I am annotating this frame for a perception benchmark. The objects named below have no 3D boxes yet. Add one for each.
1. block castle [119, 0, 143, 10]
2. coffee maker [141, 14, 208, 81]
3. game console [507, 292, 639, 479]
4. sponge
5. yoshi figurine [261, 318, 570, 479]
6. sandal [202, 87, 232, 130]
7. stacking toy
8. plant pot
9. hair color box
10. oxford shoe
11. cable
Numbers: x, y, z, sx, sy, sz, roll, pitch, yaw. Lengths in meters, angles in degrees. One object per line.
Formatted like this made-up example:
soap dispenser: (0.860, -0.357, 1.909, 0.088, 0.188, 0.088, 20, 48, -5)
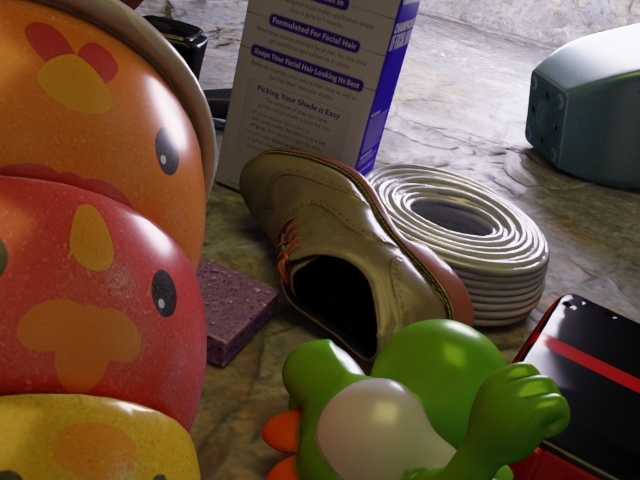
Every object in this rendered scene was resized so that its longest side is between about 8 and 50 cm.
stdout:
block castle: (-0.379, -0.204, 0.771, 0.453, 0.302, 0.213, 22, 27, 24)
coffee maker: (-0.208, -0.184, 0.973, 0.120, 0.178, 0.171, 2, 30, -22)
game console: (0.356, 0.197, 0.693, 0.387, 0.060, 0.342, 27, 26, 21)
sponge: (-0.154, 0.042, 0.734, 0.210, 0.031, 0.117, 23, 28, 15)
yoshi figurine: (0.115, 0.164, 0.495, 0.203, 0.203, 0.362, 13, 20, -41)
sandal: (-0.168, -0.201, 1.177, 0.255, 0.054, 0.097, -3, 24, -14)
stacking toy: (-0.164, 0.118, 0.382, 0.351, 0.350, 0.479, -3, 50, -31)
plant pot: (0.528, -0.244, 1.410, 0.252, 0.247, 0.247, -8, 32, -8)
hair color box: (-0.003, -0.206, 0.943, 0.185, 0.338, 0.110, 23, 29, 14)
oxford shoe: (0.000, 0.000, 0.785, 0.130, 0.123, 0.348, -5, 33, -41)
cable: (0.151, -0.002, 0.909, 0.257, 0.089, 0.257, 27, 29, 21)
